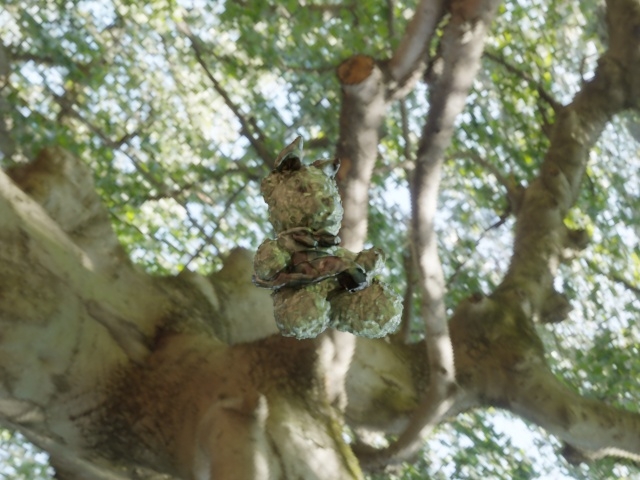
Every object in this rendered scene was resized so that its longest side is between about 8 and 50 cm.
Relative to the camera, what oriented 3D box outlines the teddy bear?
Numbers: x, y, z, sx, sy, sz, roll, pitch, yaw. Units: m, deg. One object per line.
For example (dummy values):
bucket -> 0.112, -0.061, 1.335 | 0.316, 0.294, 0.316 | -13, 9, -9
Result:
teddy bear -> -0.007, 0.017, 0.970 | 0.111, 0.133, 0.213 | -55, -142, 42
